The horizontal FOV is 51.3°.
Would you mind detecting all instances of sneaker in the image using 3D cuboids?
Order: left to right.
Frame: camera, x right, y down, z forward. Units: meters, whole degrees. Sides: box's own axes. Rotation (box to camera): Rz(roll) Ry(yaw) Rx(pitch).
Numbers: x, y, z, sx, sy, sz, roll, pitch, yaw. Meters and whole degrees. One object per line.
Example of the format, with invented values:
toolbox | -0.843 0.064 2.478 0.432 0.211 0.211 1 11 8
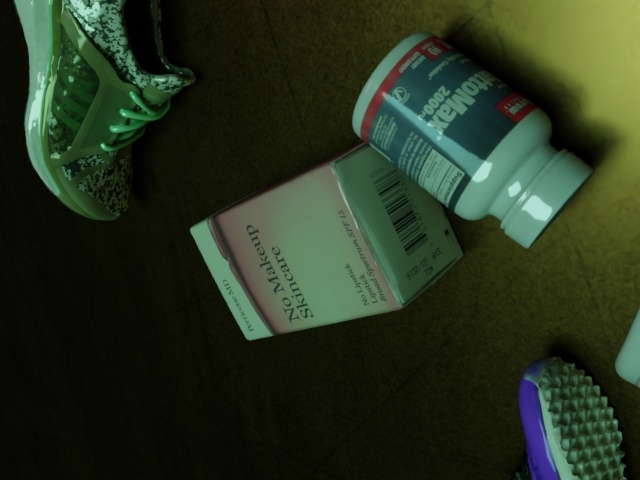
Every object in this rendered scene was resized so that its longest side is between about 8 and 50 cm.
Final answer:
sneaker | -0.245 -0.180 0.809 0.182 0.158 0.410 18 130 12
sneaker | 0.224 0.254 0.658 0.146 0.102 0.293 -12 105 45

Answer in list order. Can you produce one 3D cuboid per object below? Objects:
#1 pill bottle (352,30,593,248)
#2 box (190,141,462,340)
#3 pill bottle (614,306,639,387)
pill bottle | 0.126 -0.081 0.553 0.180 0.108 0.108 40 133 16
box | 0.000 0.000 0.692 0.232 0.127 0.148 -20 100 45
pill bottle | 0.352 0.080 0.407 0.283 0.161 0.161 28 129 27
